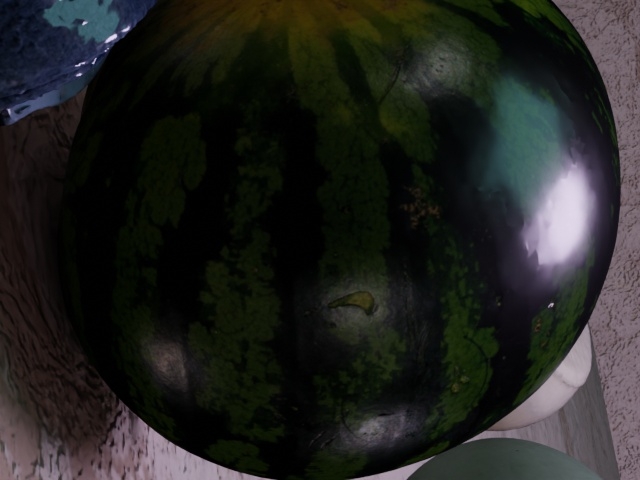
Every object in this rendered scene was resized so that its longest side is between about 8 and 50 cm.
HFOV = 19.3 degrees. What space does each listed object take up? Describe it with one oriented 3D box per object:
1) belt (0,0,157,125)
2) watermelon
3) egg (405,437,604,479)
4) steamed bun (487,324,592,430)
[{"bbox_3d":[-0.114,-0.117,0.726,0.218,0.122,0.128,-80,156,-64],"label":"belt"},{"bbox_3d":[0.006,-0.022,0.853,0.269,0.269,0.269,-14,90,-78],"label":"watermelon"},{"bbox_3d":[0.122,0.251,1.176,0.282,0.203,0.203,-93,164,-45],"label":"egg"},{"bbox_3d":[0.101,0.043,1.454,0.232,0.145,0.232,50,25,-33],"label":"steamed bun"}]
